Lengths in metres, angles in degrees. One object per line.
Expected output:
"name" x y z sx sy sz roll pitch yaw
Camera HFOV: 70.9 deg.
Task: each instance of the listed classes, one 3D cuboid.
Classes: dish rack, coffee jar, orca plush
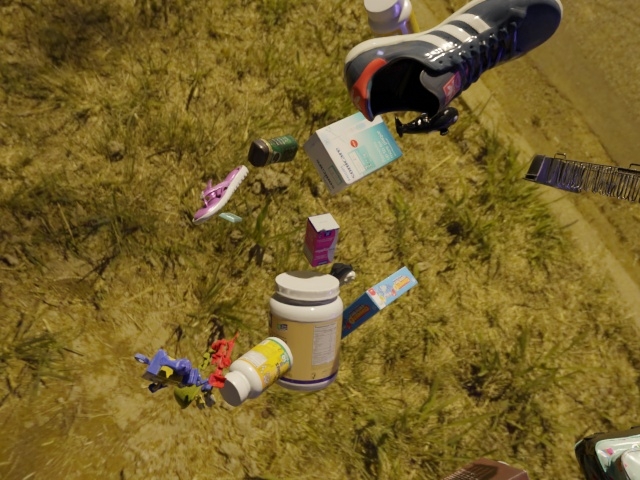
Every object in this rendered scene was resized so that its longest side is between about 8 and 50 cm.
"dish rack" 0.612 -0.129 0.970 0.208 0.271 0.074 4 104 -34
"coffee jar" -0.171 -0.319 1.605 0.079 0.096 0.184 45 40 21
"orca plush" 0.441 -0.506 1.816 0.287 0.102 0.151 -4 60 -9

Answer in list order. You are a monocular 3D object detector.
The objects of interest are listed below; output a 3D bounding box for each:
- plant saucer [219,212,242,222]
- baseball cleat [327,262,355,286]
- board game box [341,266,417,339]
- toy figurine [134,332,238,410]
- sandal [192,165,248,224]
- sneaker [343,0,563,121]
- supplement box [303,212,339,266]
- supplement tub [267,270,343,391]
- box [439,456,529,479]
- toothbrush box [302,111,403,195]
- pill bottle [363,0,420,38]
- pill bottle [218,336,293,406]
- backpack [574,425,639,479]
"plant saucer" -0.362 -0.094 1.830 0.067 0.192 0.018 25 92 -2
"baseball cleat" 0.044 0.160 1.861 0.205 0.072 0.109 -22 54 7
"board game box" 0.203 0.261 1.819 0.308 0.302 0.086 -23 72 -48
"toy figurine" -0.396 0.337 1.226 0.217 0.362 0.191 25 58 -18
"sandal" -0.438 -0.206 1.875 0.102 0.169 0.416 49 33 -20
"sneaker" 0.213 -0.275 0.712 0.350 0.131 0.148 -17 50 14
"supplement box" 0.000 0.000 2.049 0.111 0.220 0.114 -13 47 -23
"supplement tub" -0.051 0.285 1.454 0.241 0.241 0.331 -1 104 -18
"box" 0.379 0.747 1.224 0.381 0.191 0.143 -16 82 -21
"toothbrush box" 0.118 -0.327 1.628 0.295 0.126 0.216 -30 91 -29
"pill bottle" 0.198 -0.577 1.209 0.119 0.208 0.119 -9 68 23
"pill bottle" -0.183 0.371 1.270 0.208 0.117 0.118 -28 82 -50
"backpack" 0.507 0.388 0.672 0.165 0.144 0.188 -9 72 -2
